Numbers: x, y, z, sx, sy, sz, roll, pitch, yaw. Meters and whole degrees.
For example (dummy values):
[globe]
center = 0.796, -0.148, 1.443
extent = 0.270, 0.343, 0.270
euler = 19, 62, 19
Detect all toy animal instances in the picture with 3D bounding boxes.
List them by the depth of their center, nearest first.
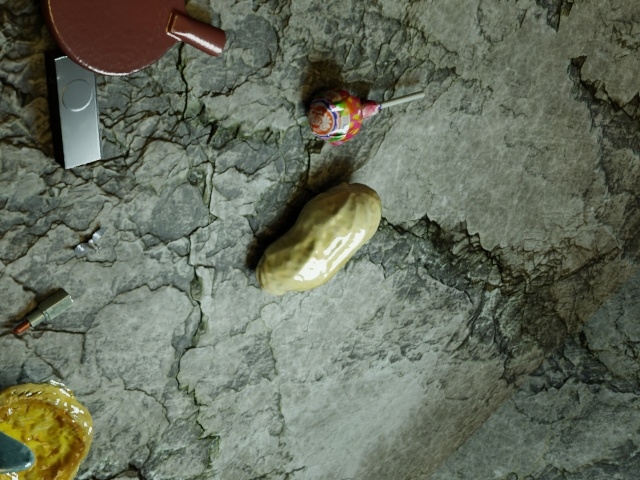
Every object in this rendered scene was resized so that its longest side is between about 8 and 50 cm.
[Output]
[toy animal]
center = -0.447, 0.010, 2.047
extent = 0.084, 0.028, 0.050
euler = -38, 129, -18

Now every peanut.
[peanut]
center = 0.003, 0.002, 2.388
extent = 0.340, 0.158, 0.174
euler = -50, 162, 1

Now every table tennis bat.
[table tennis bat]
center = -0.320, -0.412, 1.837
extent = 0.414, 0.051, 0.268
euler = 13, 96, -52

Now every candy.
[candy]
center = 0.117, -0.302, 2.334
extent = 0.365, 0.124, 0.124
euler = -22, 131, -42

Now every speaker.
[speaker]
center = -0.442, -0.240, 1.863
extent = 0.082, 0.044, 0.218
euler = -21, 130, -34

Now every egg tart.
[egg tart]
center = -0.623, 0.412, 2.081
extent = 0.341, 0.129, 0.341
euler = -23, 130, -30

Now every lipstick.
[lipstick]
center = -0.550, 0.145, 2.039
extent = 0.129, 0.030, 0.030
euler = -35, 137, -21

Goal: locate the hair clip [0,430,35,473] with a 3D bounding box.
[hair clip]
center = -0.760, 0.390, 1.786
extent = 0.392, 0.318, 0.238
euler = 12, 109, -50
